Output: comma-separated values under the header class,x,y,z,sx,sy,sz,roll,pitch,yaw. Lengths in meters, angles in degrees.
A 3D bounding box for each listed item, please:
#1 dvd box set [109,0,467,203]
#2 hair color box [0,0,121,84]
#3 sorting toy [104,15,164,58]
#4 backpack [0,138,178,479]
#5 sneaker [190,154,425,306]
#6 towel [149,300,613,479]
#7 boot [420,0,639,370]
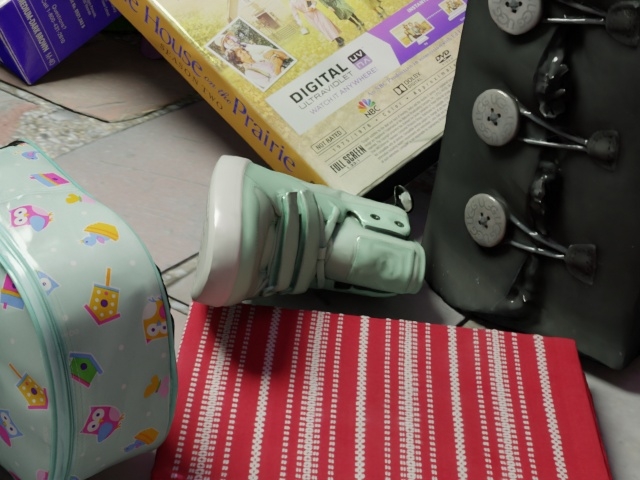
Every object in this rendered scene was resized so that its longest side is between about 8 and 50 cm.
class,x,y,z,sx,sy,sz,roll,pitch,yaw
dvd box set,-0.015,-0.239,1.121,0.308,0.062,0.420,-38,75,-27
hair color box,-0.232,-0.325,1.276,0.339,0.110,0.185,-43,56,-17
sorting toy,-0.246,-0.318,1.415,0.127,0.126,0.365,-14,34,-38
backpack,-0.166,0.047,0.688,0.188,0.165,0.144,27,34,38
sneaker,0.000,-0.001,0.869,0.151,0.094,0.256,13,10,4
towel,0.043,0.111,0.784,0.275,0.031,0.199,7,29,-2
boot,0.126,-0.171,0.910,0.146,0.445,0.367,-21,37,-29
